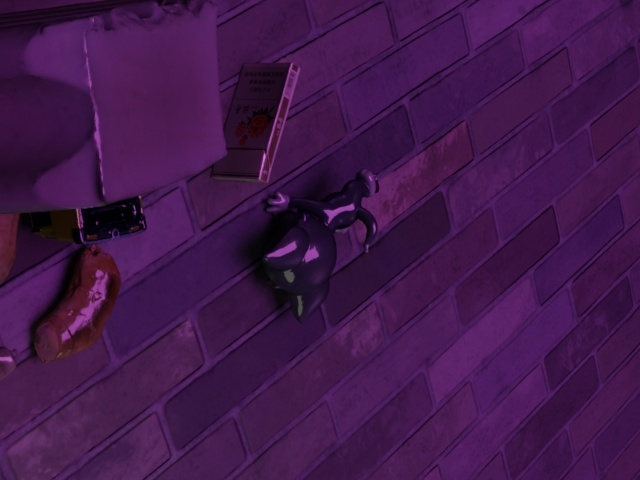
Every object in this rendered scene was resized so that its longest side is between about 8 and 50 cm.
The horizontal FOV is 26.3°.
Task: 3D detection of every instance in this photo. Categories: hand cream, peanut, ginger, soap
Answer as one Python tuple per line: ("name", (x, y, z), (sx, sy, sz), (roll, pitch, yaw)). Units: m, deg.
("hand cream", (-0.476, 0.191, 1.846), (0.165, 0.037, 0.057), (-33, 118, -35))
("peanut", (-0.436, -0.034, 1.814), (0.099, 0.099, 0.214), (28, 70, -47))
("ginger", (-0.342, 0.096, 1.955), (0.095, 0.069, 0.190), (30, 71, -23))
("soap", (-0.369, -0.156, 1.595), (0.350, 0.435, 0.213), (-43, 128, -65))

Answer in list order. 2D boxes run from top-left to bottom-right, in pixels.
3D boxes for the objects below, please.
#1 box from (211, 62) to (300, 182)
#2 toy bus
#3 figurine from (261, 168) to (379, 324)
("box", (-0.103, -0.187, 2.164), (0.029, 0.109, 0.198), (28, 73, -47))
("toy bus", (-0.334, -0.129, 1.876), (0.128, 0.150, 0.262), (-14, 100, -46))
("figurine", (0.005, 0.000, 2.294), (0.265, 0.140, 0.193), (-30, 138, -17))
